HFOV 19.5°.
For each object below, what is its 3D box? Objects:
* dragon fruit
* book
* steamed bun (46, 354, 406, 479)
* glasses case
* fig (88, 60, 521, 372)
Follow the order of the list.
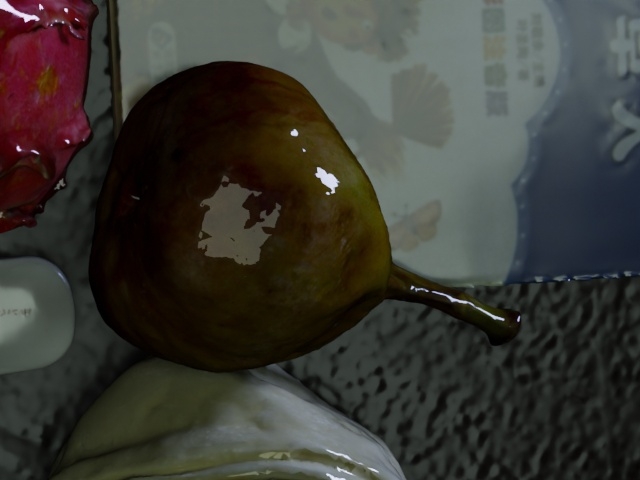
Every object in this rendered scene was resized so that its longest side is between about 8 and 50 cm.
[{"bbox_3d":[-0.251,-0.080,1.122,0.262,0.189,0.163,-24,67,-3],"label":"dragon fruit"},{"bbox_3d":[0.077,-0.118,1.216,0.428,0.039,0.300,-4,95,-9],"label":"book"},{"bbox_3d":[-0.060,0.232,1.137,0.276,0.203,0.289,37,89,-10],"label":"steamed bun"},{"bbox_3d":[-0.251,0.053,1.169,0.193,0.049,0.074,-6,96,-8],"label":"glasses case"},{"bbox_3d":[-0.013,0.027,1.119,0.190,0.190,0.290,-46,118,-3],"label":"fig"}]
